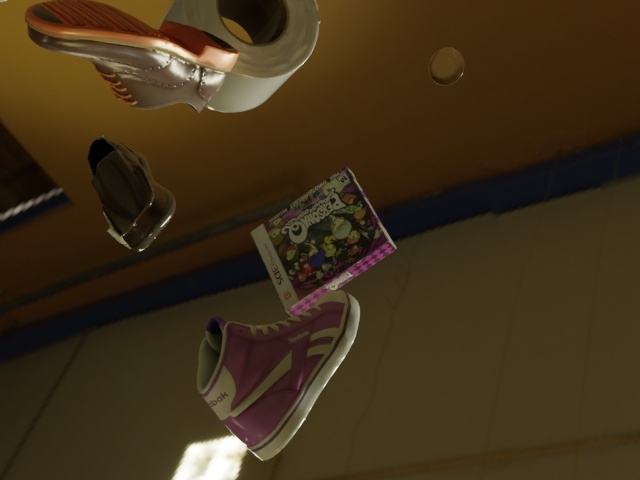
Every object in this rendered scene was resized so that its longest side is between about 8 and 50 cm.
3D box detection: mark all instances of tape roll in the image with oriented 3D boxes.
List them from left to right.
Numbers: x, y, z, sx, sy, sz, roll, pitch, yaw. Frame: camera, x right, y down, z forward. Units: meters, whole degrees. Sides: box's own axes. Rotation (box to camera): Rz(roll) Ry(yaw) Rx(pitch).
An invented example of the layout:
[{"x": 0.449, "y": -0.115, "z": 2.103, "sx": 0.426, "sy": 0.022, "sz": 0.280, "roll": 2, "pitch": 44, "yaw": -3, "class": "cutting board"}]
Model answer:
[{"x": -0.144, "y": -0.364, "z": 1.695, "sx": 0.246, "sy": 0.246, "sz": 0.169, "roll": -51, "pitch": -171, "yaw": -25, "class": "tape roll"}]

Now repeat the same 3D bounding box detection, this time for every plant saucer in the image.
[{"x": 0.273, "y": -0.382, "z": 2.143, "sx": 0.083, "sy": 0.083, "sz": 0.015, "roll": -38, "pitch": -155, "yaw": -1, "class": "plant saucer"}]

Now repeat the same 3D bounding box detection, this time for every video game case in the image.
[{"x": 0.000, "y": 0.000, "z": 1.830, "sx": 0.232, "sy": 0.042, "sz": 0.210, "roll": -34, "pitch": -129, "yaw": 9, "class": "video game case"}]

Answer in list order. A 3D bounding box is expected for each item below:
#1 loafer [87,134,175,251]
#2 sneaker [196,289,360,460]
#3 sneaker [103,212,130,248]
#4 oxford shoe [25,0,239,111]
[{"x": -0.399, "y": -0.099, "z": 1.946, "sx": 0.134, "sy": 0.130, "sz": 0.366, "roll": -50, "pitch": -145, "yaw": 4, "class": "loafer"}, {"x": -0.056, "y": 0.123, "z": 1.250, "sx": 0.102, "sy": 0.161, "sz": 0.282, "roll": -37, "pitch": -168, "yaw": 40, "class": "sneaker"}, {"x": -0.452, "y": -0.081, "z": 2.217, "sx": 0.080, "sy": 0.094, "sz": 0.212, "roll": -43, "pitch": -140, "yaw": 24, "class": "sneaker"}, {"x": -0.269, "y": -0.251, "z": 1.406, "sx": 0.130, "sy": 0.363, "sz": 0.133, "roll": 39, "pitch": -68, "yaw": 34, "class": "oxford shoe"}]
